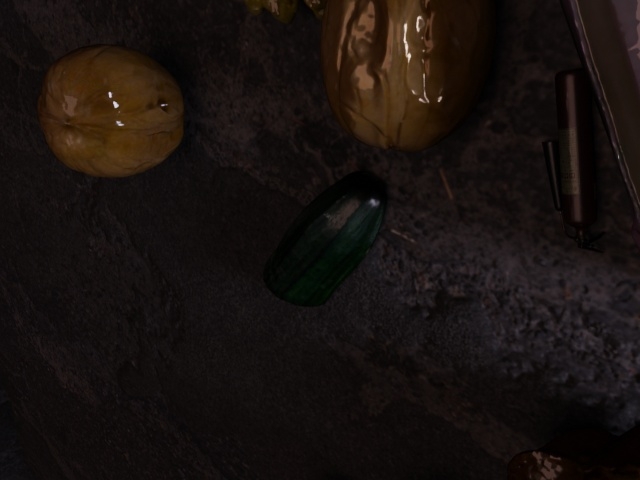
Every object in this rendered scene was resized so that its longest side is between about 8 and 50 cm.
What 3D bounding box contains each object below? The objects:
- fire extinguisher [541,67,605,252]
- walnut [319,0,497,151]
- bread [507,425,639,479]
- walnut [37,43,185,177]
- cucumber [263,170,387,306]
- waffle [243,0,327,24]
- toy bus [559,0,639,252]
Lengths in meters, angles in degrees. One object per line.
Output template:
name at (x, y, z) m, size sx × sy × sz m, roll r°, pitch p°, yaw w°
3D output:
fire extinguisher at (0.231, -0.068, 0.478) m, size 0.049 × 0.035 × 0.173 m, roll 0°, pitch 105°, yaw 38°
walnut at (0.080, -0.183, 0.479) m, size 0.159 × 0.159 × 0.206 m, roll 18°, pitch 120°, yaw 35°
bread at (0.315, 0.299, 0.485) m, size 0.232 × 0.135 × 0.246 m, roll -17°, pitch 95°, yaw 53°
walnut at (-0.310, -0.191, 0.774) m, size 0.196 × 0.221 × 0.195 m, roll 4°, pitch 108°, yaw 12°
cucumber at (0.000, 0.000, 0.697) m, size 0.115 × 0.063 × 0.243 m, roll 48°, pitch 131°, yaw 14°
waffle at (-0.039, -0.369, 0.513) m, size 0.262 × 0.060 × 0.280 m, roll 35°, pitch 134°, yaw -10°
toy bus at (0.265, -0.102, 0.343) m, size 0.171 × 0.162 × 0.385 m, roll -18°, pitch 97°, yaw 44°
